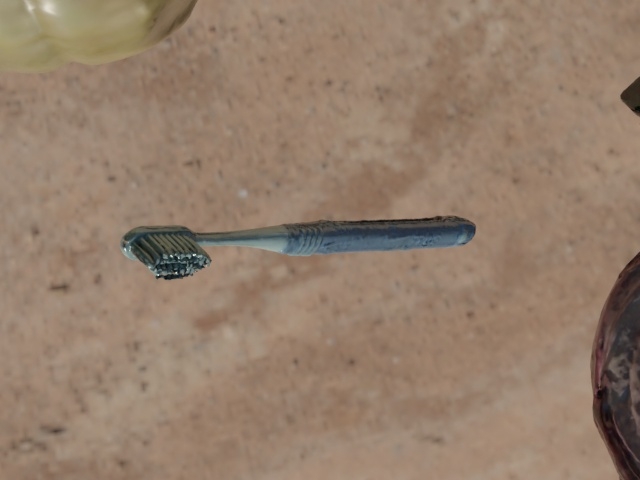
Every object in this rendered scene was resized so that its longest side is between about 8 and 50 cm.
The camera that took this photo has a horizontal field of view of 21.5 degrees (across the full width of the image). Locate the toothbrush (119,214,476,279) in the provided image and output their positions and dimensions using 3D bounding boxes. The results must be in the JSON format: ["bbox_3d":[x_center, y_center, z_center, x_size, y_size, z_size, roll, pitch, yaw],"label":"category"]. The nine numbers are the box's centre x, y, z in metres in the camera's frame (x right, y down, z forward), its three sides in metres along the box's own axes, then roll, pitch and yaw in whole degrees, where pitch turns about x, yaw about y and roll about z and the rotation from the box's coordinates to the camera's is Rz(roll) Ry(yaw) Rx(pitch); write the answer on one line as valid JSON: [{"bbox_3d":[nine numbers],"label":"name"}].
[{"bbox_3d":[0.000,0.000,0.691,0.219,0.019,0.016,-3,127,-53],"label":"toothbrush"}]

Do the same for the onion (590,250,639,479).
[{"bbox_3d":[0.385,0.146,1.345,0.282,0.336,0.260,-44,145,10],"label":"onion"}]

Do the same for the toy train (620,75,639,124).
[{"bbox_3d":[0.172,0.014,0.504,0.053,0.249,0.085,-35,125,2],"label":"toy train"}]

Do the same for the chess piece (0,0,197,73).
[{"bbox_3d":[-0.078,-0.124,0.556,0.301,0.137,0.137,-22,139,3],"label":"chess piece"}]
